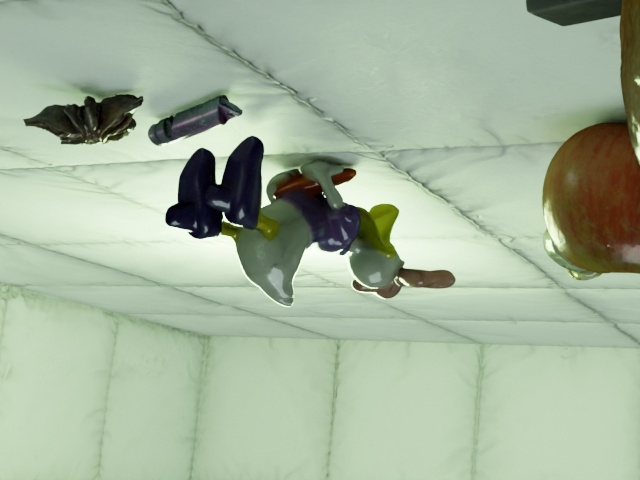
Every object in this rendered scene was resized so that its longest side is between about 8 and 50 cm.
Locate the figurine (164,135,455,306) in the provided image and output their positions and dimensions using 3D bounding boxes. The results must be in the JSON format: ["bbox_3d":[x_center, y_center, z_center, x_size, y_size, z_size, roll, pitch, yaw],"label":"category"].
[{"bbox_3d":[-0.003,-0.005,1.458,0.421,0.193,0.154,9,166,-42],"label":"figurine"}]

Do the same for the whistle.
[{"bbox_3d":[-0.147,-0.136,1.261,0.033,0.033,0.176,13,166,-35],"label":"whistle"}]

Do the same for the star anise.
[{"bbox_3d":[-0.269,-0.136,1.238,0.129,0.056,0.124,-8,170,-17],"label":"star anise"}]

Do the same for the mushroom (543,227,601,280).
[{"bbox_3d":[0.391,0.013,1.671,0.092,0.081,0.223,22,178,19],"label":"mushroom"}]

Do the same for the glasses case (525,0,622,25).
[{"bbox_3d":[0.246,-0.192,0.793,0.190,0.042,0.072,-4,170,38],"label":"glasses case"}]

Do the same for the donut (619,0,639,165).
[{"bbox_3d":[0.332,-0.090,0.685,0.317,0.150,0.299,28,136,-12],"label":"donut"}]

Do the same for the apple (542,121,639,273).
[{"bbox_3d":[0.347,-0.043,1.200,0.209,0.164,0.209,4,-179,0],"label":"apple"}]
